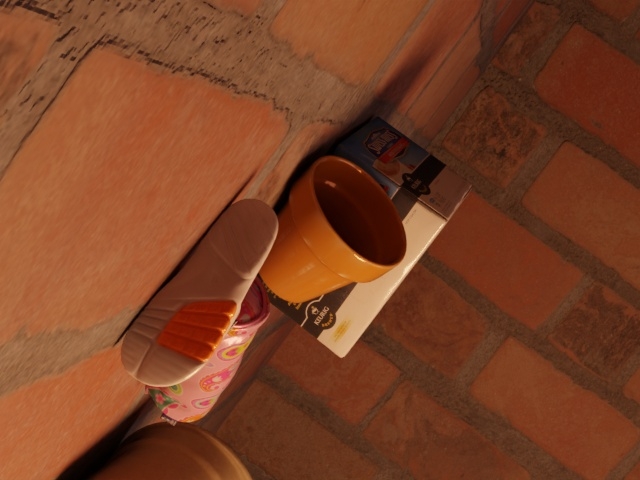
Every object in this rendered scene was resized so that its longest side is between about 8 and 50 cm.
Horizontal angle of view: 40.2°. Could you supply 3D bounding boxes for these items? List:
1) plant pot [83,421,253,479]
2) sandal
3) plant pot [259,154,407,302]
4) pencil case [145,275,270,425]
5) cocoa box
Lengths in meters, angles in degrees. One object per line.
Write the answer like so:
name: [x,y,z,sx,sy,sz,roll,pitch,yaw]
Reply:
plant pot: [-0.308,0.488,1.405,0.333,0.334,0.305,-54,162,15]
sandal: [-0.137,0.070,1.089,0.265,0.102,0.076,-54,172,-11]
plant pot: [0.000,0.000,1.396,0.188,0.205,0.205,-37,-176,33]
pencil case: [-0.170,0.153,1.264,0.124,0.124,0.284,-47,173,-45]
cocoa box: [0.072,-0.011,1.608,0.347,0.228,0.231,-56,174,28]
